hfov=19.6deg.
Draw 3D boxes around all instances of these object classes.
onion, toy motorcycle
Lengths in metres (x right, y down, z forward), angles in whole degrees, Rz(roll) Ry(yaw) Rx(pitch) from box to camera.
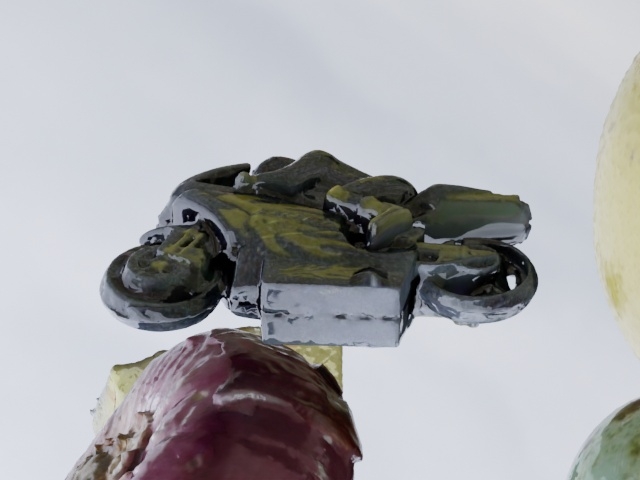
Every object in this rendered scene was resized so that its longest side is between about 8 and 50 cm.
[{"bbox_3d":[-0.050,0.159,0.883,0.163,0.230,0.230,35,-167,-8],"label":"onion"},{"bbox_3d":[0.000,0.000,0.833,0.193,0.061,0.124,-2,-146,-1],"label":"toy motorcycle"}]

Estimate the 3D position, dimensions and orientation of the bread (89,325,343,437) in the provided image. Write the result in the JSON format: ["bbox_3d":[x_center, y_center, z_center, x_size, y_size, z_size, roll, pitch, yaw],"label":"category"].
[{"bbox_3d":[-0.097,0.121,1.766,0.240,0.178,0.135,-11,-141,-19],"label":"bread"}]

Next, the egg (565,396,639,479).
[{"bbox_3d":[0.246,0.212,1.277,0.169,0.169,0.231,28,-121,-32],"label":"egg"}]

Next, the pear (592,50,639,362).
[{"bbox_3d":[0.334,-0.021,1.159,0.348,0.348,0.348,34,-166,-9],"label":"pear"}]
